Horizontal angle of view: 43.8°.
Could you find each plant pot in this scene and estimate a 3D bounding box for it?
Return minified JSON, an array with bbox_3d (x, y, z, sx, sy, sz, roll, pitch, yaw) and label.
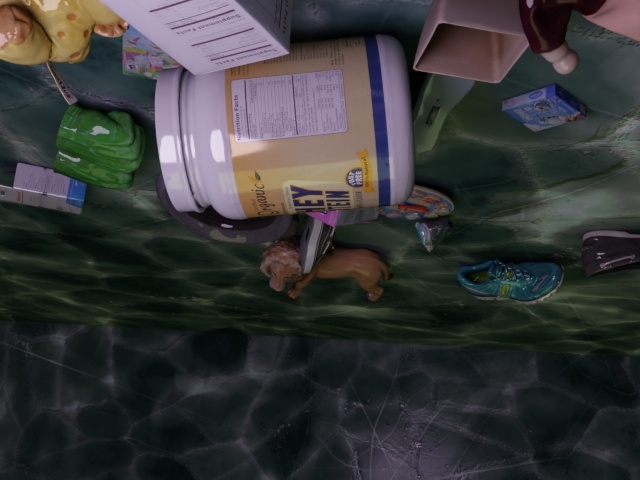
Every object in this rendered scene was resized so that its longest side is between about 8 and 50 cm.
[{"bbox_3d":[0.176,-0.257,0.921,0.109,0.096,0.109,8,163,-7],"label":"plant pot"}]

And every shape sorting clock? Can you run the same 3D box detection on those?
[{"bbox_3d":[0.166,-0.076,1.602,0.206,0.040,0.206,5,162,2],"label":"shape sorting clock"}]

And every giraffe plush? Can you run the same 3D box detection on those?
[{"bbox_3d":[-0.282,-0.282,0.903,0.170,0.181,0.210,-26,122,18],"label":"giraffe plush"}]

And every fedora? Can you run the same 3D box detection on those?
[{"bbox_3d":[-0.167,-0.109,1.455,0.244,0.124,0.275,-2,153,18],"label":"fedora"}]

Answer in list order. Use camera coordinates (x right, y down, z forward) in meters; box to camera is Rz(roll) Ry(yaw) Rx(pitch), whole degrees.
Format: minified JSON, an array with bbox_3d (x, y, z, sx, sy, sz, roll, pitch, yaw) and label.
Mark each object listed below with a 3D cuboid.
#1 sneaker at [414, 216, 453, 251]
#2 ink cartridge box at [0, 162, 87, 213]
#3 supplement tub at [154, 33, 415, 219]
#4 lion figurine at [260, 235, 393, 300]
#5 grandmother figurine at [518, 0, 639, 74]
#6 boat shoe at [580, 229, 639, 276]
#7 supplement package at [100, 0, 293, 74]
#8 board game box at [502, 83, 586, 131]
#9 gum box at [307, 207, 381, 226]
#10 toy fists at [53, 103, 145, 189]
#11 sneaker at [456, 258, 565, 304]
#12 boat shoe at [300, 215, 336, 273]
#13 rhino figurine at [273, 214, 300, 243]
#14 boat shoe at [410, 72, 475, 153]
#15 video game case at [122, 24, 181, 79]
[{"bbox_3d":[0.252,-0.018,1.716,0.076,0.065,0.166,-23,174,9],"label":"sneaker"},{"bbox_3d":[-0.591,-0.112,1.684,0.180,0.060,0.104,11,163,-18],"label":"ink cartridge box"},{"bbox_3d":[-0.042,-0.146,1.058,0.316,0.228,0.228,-5,162,3],"label":"supplement tub"},{"bbox_3d":[0.033,0.063,1.986,0.392,0.142,0.240,-4,158,-17],"label":"lion figurine"},{"bbox_3d":[0.283,-0.269,0.813,0.342,0.208,0.104,13,-154,-17],"label":"grandmother figurine"},{"bbox_3d":[0.728,0.035,1.689,0.335,0.095,0.112,0,162,18],"label":"boat shoe"},{"bbox_3d":[-0.143,-0.295,0.823,0.134,0.139,0.244,-6,159,28],"label":"supplement package"},{"bbox_3d":[0.335,-0.197,1.193,0.090,0.020,0.090,20,159,-39],"label":"board game box"},{"bbox_3d":[0.027,-0.078,1.425,0.107,0.062,0.188,25,-163,24],"label":"gum box"},{"bbox_3d":[-0.387,-0.162,1.413,0.142,0.096,0.279,21,160,-15],"label":"toy fists"},{"bbox_3d":[0.465,0.096,1.970,0.275,0.107,0.110,-9,148,38],"label":"sneaker"},{"bbox_3d":[0.000,0.000,1.758,0.070,0.078,0.219,0,143,-13],"label":"boat shoe"},{"bbox_3d":[-0.157,-0.051,1.729,0.243,0.073,0.106,12,166,-16],"label":"rhino figurine"},{"bbox_3d":[0.160,-0.216,1.127,0.065,0.083,0.183,10,135,-17],"label":"boat shoe"},{"bbox_3d":[-0.171,-0.266,1.121,0.212,0.023,0.193,9,162,-11],"label":"video game case"}]
